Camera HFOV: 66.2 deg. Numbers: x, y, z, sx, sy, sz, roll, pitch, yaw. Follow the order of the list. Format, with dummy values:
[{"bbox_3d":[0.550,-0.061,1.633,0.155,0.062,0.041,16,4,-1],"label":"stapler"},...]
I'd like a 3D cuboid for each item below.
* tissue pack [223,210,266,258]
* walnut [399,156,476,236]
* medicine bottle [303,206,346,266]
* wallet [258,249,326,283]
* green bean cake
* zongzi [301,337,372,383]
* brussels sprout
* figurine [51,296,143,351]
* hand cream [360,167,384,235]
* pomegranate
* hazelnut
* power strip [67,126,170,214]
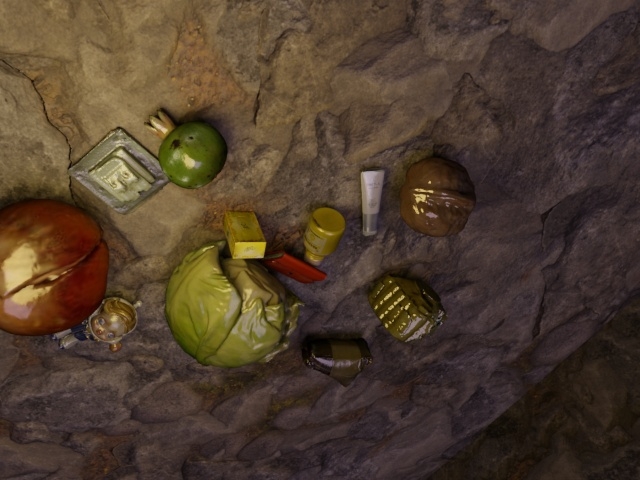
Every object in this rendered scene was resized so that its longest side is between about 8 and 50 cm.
[{"bbox_3d":[-0.233,-0.021,1.495,0.095,0.176,0.062,0,124,-22],"label":"tissue pack"},{"bbox_3d":[0.381,-0.144,1.621,0.273,0.227,0.273,-14,130,-17],"label":"walnut"},{"bbox_3d":[0.000,0.000,1.647,0.122,0.121,0.212,-2,141,-22],"label":"medicine bottle"},{"bbox_3d":[-0.096,0.094,1.686,0.204,0.045,0.142,30,153,-36],"label":"wallet"},{"bbox_3d":[0.372,0.276,1.910,0.310,0.285,0.202,28,107,-38],"label":"green bean cake"},{"bbox_3d":[0.037,0.541,2.075,0.289,0.154,0.317,7,129,-18],"label":"zongzi"},{"bbox_3d":[-0.294,0.230,1.552,0.425,0.342,0.361,38,100,-27],"label":"brussels sprout"},{"bbox_3d":[-0.707,0.276,1.570,0.274,0.133,0.194,-39,108,17],"label":"figurine"},{"bbox_3d":[0.171,-0.131,1.663,0.079,0.048,0.255,-11,129,-13],"label":"hand cream"},{"bbox_3d":[-0.356,-0.245,1.286,0.187,0.187,0.225,-42,101,12],"label":"pomegranate"},{"bbox_3d":[-0.720,0.072,1.255,0.315,0.372,0.372,-7,131,10],"label":"hazelnut"},{"bbox_3d":[-0.535,-0.169,1.329,0.198,0.064,0.213,-39,130,7],"label":"power strip"}]
